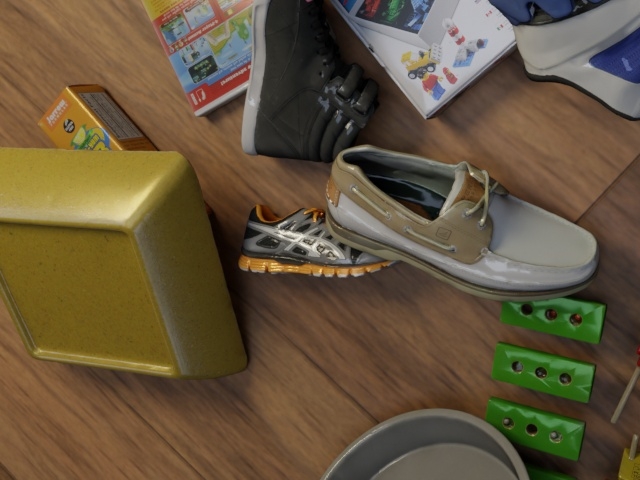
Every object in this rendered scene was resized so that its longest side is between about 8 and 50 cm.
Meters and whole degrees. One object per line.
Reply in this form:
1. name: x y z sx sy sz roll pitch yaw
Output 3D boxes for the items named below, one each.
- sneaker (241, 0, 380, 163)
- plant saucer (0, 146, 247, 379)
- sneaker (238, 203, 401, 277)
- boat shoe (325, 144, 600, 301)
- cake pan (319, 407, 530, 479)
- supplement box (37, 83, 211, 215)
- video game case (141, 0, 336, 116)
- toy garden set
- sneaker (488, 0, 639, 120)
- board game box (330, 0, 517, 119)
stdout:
1. sneaker: 0.003 -0.209 0.879 0.147 0.104 0.295 15 128 7
2. plant saucer: -0.284 0.049 1.005 0.333 0.081 0.332 4 127 21
3. sneaker: 0.000 0.000 0.959 0.215 0.084 0.083 2 92 19
4. boat shoe: 0.147 -0.021 0.859 0.303 0.113 0.103 13 140 13
5. cake pan: 0.102 0.322 0.875 0.293 0.293 0.054 -25 127 23
6. supplement box: -0.251 -0.092 1.037 0.233 0.080 0.078 48 113 8
7. video game case: -0.128 -0.321 0.974 0.204 0.025 0.285 -25 90 23
8. toy garden set: 0.292 0.183 0.897 0.204 0.049 0.244 11 103 25
9. sneaker: 0.322 -0.222 0.763 0.316 0.127 0.182 -14 131 13
10. board game box: 0.171 -0.298 0.849 0.305 0.053 0.193 -39 85 22
